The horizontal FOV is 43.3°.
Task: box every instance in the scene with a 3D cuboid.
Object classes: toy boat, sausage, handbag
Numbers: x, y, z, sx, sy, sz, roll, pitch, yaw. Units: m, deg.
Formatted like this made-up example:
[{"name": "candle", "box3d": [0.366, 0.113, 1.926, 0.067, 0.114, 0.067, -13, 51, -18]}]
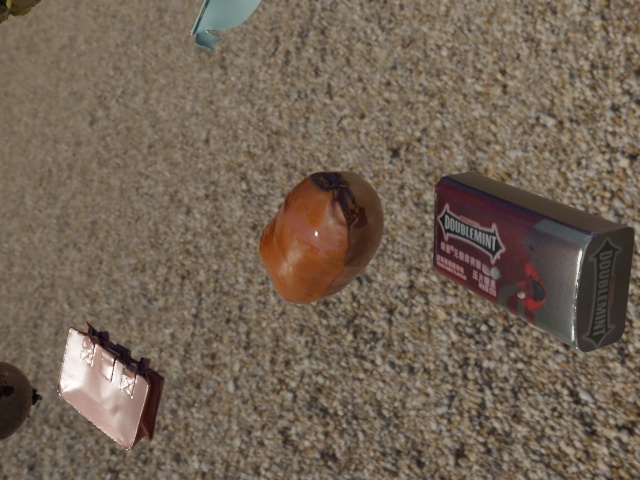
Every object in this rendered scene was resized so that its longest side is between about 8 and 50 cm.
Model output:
[{"name": "toy boat", "box3d": [-0.203, -0.545, 1.649, 0.291, 0.210, 0.070, -33, 12, 28]}, {"name": "sausage", "box3d": [0.001, 0.002, 1.021, 0.258, 0.133, 0.133, 131, 154, -60]}, {"name": "handbag", "box3d": [-0.370, 0.253, 1.422, 0.212, 0.059, 0.157, 27, 112, 30]}]

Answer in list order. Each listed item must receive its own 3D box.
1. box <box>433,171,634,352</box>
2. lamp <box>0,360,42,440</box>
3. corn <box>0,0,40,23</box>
[{"name": "box", "box3d": [0.200, 0.013, 0.798, 0.224, 0.069, 0.120, 35, 131, 56]}, {"name": "lamp", "box3d": [-0.639, 0.308, 1.550, 0.135, 0.157, 0.156, 5, 44, 41]}, {"name": "corn", "box3d": [-0.237, -0.255, 0.472, 0.101, 0.101, 0.292, -39, 77, 25]}]
